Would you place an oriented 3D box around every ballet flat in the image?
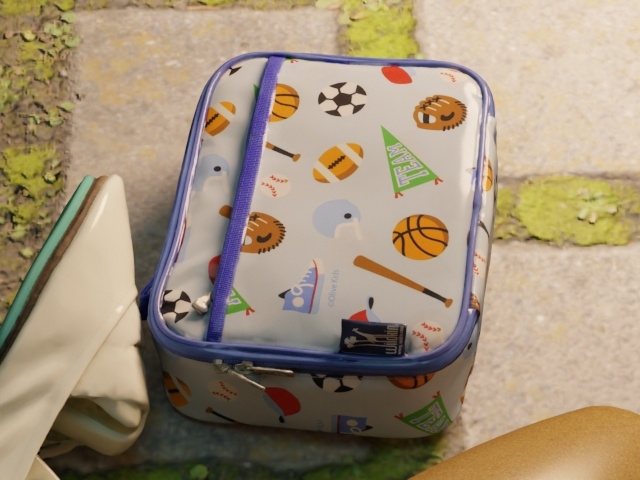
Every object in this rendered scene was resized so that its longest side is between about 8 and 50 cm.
[{"bbox_3d":[-0.192,0.139,1.290,0.139,0.139,0.400,19,58,14],"label":"ballet flat"}]

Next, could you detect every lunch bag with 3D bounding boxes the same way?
[{"bbox_3d":[0.000,0.000,1.395,0.243,0.115,0.303,6,51,7],"label":"lunch bag"}]

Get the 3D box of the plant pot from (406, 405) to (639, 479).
[{"bbox_3d":[0.123,0.214,1.176,0.237,0.237,0.254,30,43,21],"label":"plant pot"}]
